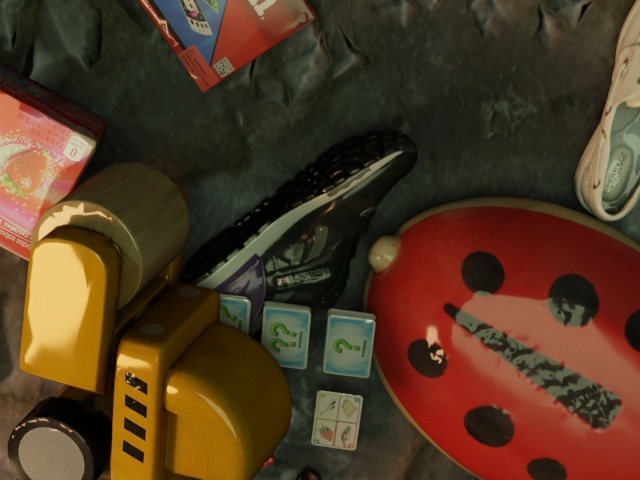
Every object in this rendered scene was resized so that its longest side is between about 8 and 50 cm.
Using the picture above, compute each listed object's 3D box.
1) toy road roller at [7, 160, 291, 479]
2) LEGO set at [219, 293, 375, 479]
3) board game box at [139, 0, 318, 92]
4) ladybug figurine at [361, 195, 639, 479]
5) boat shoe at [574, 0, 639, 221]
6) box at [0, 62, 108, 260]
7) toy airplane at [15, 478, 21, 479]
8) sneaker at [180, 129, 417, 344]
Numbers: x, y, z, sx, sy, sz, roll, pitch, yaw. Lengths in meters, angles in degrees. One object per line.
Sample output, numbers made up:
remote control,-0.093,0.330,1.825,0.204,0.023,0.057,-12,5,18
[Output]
toy road roller,-0.151,0.106,1.753,0.240,0.202,0.329,12,114,14
LEGO set,-0.045,0.175,1.881,0.182,0.060,0.244,8,124,2
board game box,-0.140,-0.305,1.818,0.145,0.027,0.281,-33,101,13
ladybug figurine,0.241,0.130,1.859,0.449,0.162,0.305,29,100,-7
boat shoe,0.344,-0.146,1.838,0.098,0.096,0.277,16,101,-5
box,-0.379,-0.121,1.798,0.300,0.154,0.142,28,100,-8
toy airplane,-0.349,0.437,1.826,0.384,0.272,0.386,-2,67,15
sneaker,0.000,0.000,1.869,0.283,0.107,0.124,-35,110,13
